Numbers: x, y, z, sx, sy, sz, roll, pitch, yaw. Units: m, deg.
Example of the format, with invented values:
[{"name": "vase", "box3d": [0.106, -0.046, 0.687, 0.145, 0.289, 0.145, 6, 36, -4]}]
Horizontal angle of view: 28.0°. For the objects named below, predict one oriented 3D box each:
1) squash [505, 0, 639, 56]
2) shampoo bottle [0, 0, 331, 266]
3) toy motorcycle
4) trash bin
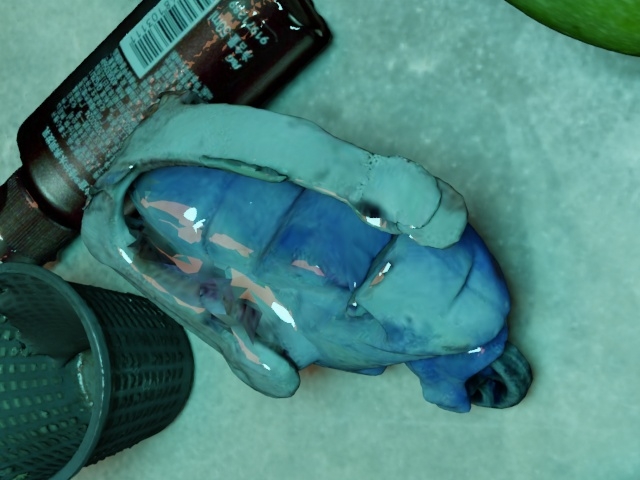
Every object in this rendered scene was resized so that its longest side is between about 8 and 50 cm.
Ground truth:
[{"name": "squash", "box3d": [0.180, -0.250, 0.742, 0.310, 0.310, 0.309, -45, 76, 19]}, {"name": "shampoo bottle", "box3d": [-0.144, -0.098, 1.011, 0.323, 0.084, 0.129, -42, 82, 21]}, {"name": "toy motorcycle", "box3d": [-0.010, 0.021, 0.868, 0.319, 0.241, 0.182, 21, 91, 18]}, {"name": "trash bin", "box3d": [-0.191, 0.103, 0.995, 0.175, 0.161, 0.176, -1, 88, 27]}]
